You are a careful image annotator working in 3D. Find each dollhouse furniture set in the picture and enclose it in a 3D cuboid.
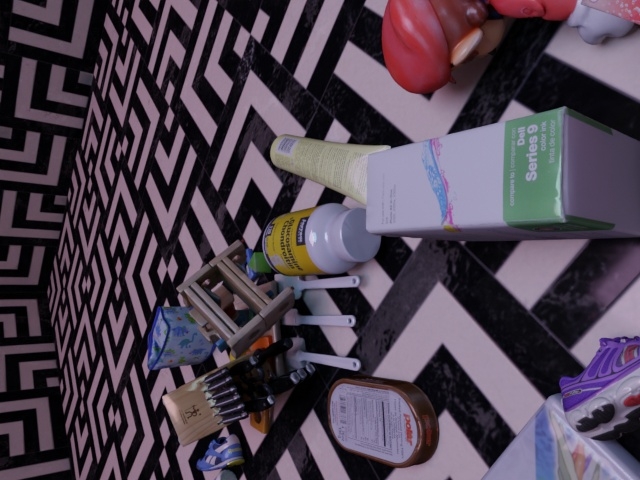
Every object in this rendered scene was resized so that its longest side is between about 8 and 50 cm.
[{"bbox_3d":[-0.130,0.116,0.825,0.129,0.129,0.184,41,157,19],"label":"dollhouse furniture set"}]

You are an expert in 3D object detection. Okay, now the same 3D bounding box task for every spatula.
[{"bbox_3d":[-0.009,0.133,0.809,0.242,0.019,0.168,-9,78,54],"label":"spatula"}]

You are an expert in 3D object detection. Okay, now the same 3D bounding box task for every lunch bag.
[{"bbox_3d":[-0.305,0.221,1.100,0.096,0.128,0.151,48,125,45],"label":"lunch bag"}]

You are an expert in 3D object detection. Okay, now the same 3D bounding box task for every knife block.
[{"bbox_3d":[-0.125,0.242,0.842,0.276,0.242,0.088,84,161,-81],"label":"knife block"}]

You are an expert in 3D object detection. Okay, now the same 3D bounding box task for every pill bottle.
[{"bbox_3d":[0.000,0.000,0.742,0.184,0.103,0.103,-9,80,52],"label":"pill bottle"}]

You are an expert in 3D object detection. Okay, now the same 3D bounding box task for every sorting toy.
[{"bbox_3d":[-0.131,0.180,0.928,0.196,0.047,0.348,-26,67,54],"label":"sorting toy"}]

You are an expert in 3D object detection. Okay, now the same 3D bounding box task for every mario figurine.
[{"bbox_3d":[0.206,-0.271,0.519,0.320,0.170,0.198,-34,24,34],"label":"mario figurine"}]

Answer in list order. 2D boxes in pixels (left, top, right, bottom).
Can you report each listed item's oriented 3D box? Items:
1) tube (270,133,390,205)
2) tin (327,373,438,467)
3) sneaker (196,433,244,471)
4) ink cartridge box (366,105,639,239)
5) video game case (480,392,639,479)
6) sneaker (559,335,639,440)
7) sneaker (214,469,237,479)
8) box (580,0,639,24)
[{"bbox_3d":[0.013,-0.119,0.782,0.240,0.062,0.070,24,149,46],"label":"tube"},{"bbox_3d":[0.076,0.243,0.677,0.189,0.040,0.106,-12,82,52],"label":"tin"},{"bbox_3d":[-0.205,0.434,1.014,0.144,0.053,0.059,-32,62,37],"label":"sneaker"},{"bbox_3d":[0.169,-0.048,0.482,0.212,0.154,0.093,-5,83,53],"label":"ink cartridge box"},{"bbox_3d":[0.251,0.361,0.434,0.329,0.036,0.300,50,124,43],"label":"video game case"},{"bbox_3d":[0.270,0.098,0.414,0.170,0.068,0.071,-44,25,29],"label":"sneaker"},{"bbox_3d":[-0.188,0.542,0.971,0.085,0.058,0.152,-53,43,28],"label":"sneaker"},{"bbox_3d":[0.321,-0.177,0.263,0.300,0.142,0.154,53,163,41],"label":"box"}]
